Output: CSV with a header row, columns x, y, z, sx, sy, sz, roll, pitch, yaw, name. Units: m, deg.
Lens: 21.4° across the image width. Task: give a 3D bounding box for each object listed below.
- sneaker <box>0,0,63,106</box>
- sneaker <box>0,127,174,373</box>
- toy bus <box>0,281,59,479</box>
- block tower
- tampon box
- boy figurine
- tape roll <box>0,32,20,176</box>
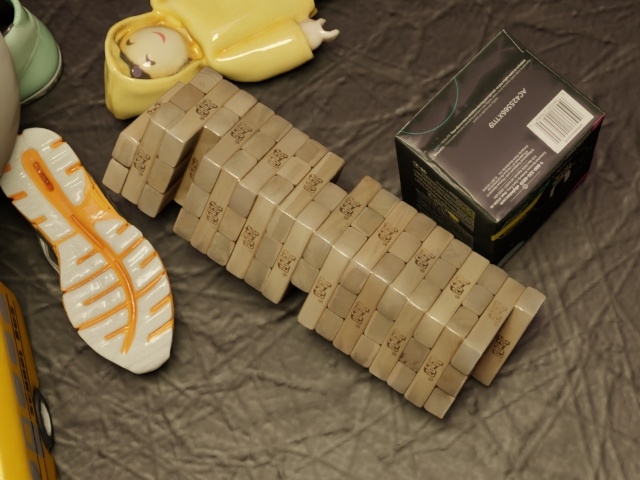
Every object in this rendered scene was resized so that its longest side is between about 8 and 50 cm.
x,y,z,sx,sy,sz,roll,pitch,yaw,name
-0.335,-0.117,1.354,0.256,0.151,0.094,-35,75,-6,sneaker
-0.178,0.009,1.345,0.084,0.083,0.215,-29,79,-5,sneaker
-0.253,0.199,1.266,0.108,0.130,0.332,-14,73,0,toy bus
0.000,0.000,1.294,0.335,0.091,0.097,33,44,7,block tower
0.136,-0.062,1.297,0.101,0.161,0.120,43,82,14,tampon box
-0.072,-0.209,1.395,0.285,0.092,0.177,-37,77,-9,boy figurine
-0.349,-0.078,1.214,0.246,0.169,0.246,0,115,1,tape roll
